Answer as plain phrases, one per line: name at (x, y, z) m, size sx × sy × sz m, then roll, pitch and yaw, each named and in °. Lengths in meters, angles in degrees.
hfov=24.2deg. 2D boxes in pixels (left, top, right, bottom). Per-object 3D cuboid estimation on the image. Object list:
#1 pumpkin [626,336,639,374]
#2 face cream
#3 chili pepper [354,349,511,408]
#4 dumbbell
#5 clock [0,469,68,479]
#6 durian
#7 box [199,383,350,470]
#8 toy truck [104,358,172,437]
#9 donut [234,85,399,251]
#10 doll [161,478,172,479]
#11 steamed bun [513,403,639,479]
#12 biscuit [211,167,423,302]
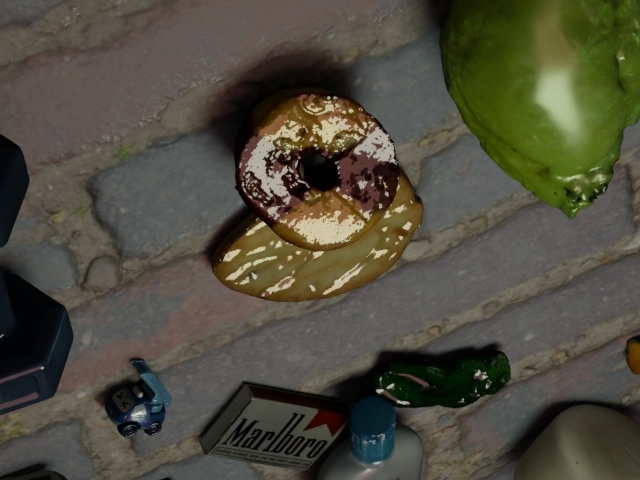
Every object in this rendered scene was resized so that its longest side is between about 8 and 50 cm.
pumpkin at (0.577, 0.284, 2.206) m, size 0.095 × 0.258 × 0.290 m, roll -26°, pitch 150°, yaw 28°
face cream at (0.069, 0.321, 2.053) m, size 0.163 × 0.080 × 0.337 m, roll -25°, pitch 148°, yaw -17°
chili pepper at (0.152, 0.192, 2.001) m, size 0.224 × 0.061 × 0.098 m, roll -5°, pitch 143°, yaw -29°
dumbbell at (-0.343, 0.032, 1.466) m, size 0.144 × 0.160 × 0.325 m, roll -46°, pitch 150°, yaw -29°
clock at (-0.337, 0.402, 1.882) m, size 0.199 × 0.146 × 0.243 m, roll -17°, pitch 136°, yaw -5°
durian at (0.235, -0.212, 1.510) m, size 0.256 × 0.204 × 0.339 m, roll -46°, pitch 131°, yaw 0°
box at (-0.058, 0.245, 1.954) m, size 0.177 × 0.036 × 0.115 m, roll 16°, pitch 122°, yaw -41°
toy truck at (-0.215, 0.186, 1.788) m, size 0.073 × 0.056 × 0.090 m, roll 1°, pitch 120°, yaw -37°
donut at (-0.008, -0.082, 1.562) m, size 0.184 × 0.073 × 0.166 m, roll 29°, pitch 106°, yaw -30°
doll at (-0.206, 0.425, 2.039) m, size 0.127 × 0.088 × 0.249 m, roll -9°, pitch 132°, yaw 9°
steamed bun at (0.406, 0.343, 2.233) m, size 0.241 × 0.164 × 0.146 m, roll 6°, pitch 132°, yaw -37°
biscuit at (-0.002, -0.004, 1.711) m, size 0.260 × 0.041 × 0.203 m, roll -16°, pitch 143°, yaw -14°
